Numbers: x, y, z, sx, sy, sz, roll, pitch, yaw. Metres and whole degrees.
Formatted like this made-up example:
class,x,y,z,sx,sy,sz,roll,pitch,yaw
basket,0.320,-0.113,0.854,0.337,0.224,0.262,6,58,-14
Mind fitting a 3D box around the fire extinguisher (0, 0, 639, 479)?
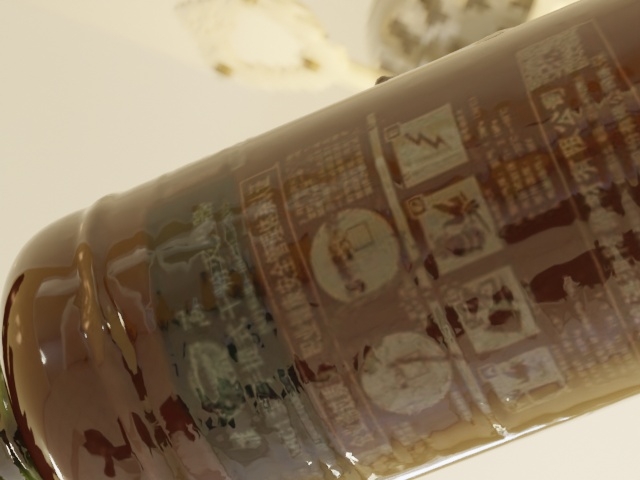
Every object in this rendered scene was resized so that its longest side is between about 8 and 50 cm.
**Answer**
class,x,y,z,sx,sy,sz,roll,pitch,yaw
fire extinguisher,0.000,0.000,0.497,0.344,0.102,0.138,-21,-87,11
